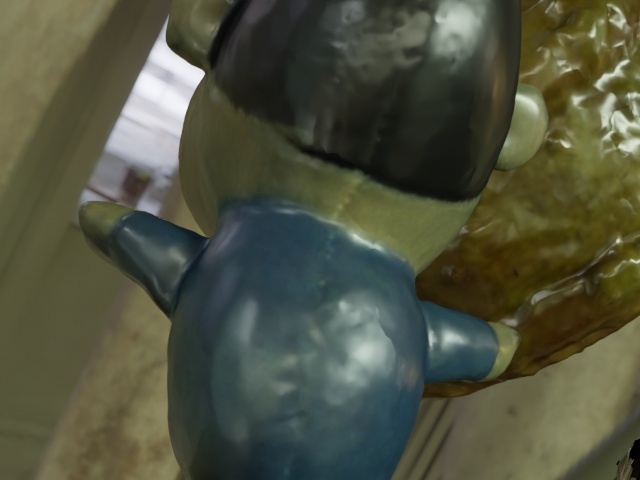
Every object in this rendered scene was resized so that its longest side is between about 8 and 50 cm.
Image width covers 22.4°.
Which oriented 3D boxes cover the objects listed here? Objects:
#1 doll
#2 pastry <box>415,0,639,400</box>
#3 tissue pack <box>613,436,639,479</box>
[{"bbox_3d":[0.000,0.000,0.350,0.102,0.179,0.089,20,-3,-12],"label":"doll"},{"bbox_3d":[0.056,-0.033,0.556,0.103,0.189,0.189,59,-2,-18],"label":"pastry"},{"bbox_3d":[0.256,0.150,0.357,0.370,0.210,0.198,-4,8,8],"label":"tissue pack"}]
